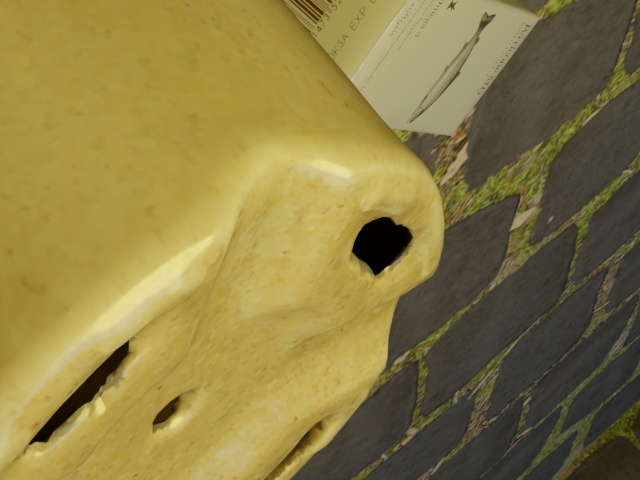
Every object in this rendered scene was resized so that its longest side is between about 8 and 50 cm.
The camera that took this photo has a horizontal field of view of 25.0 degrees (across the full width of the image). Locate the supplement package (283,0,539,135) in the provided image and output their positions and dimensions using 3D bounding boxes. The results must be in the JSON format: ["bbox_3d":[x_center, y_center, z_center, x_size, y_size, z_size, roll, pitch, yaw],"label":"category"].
[{"bbox_3d":[0.040,-0.140,0.901,0.105,0.105,0.179,-55,157,19],"label":"supplement package"}]

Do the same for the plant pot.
[{"bbox_3d":[-0.136,-0.036,0.502,0.334,0.305,0.334,-38,156,-20],"label":"plant pot"}]
